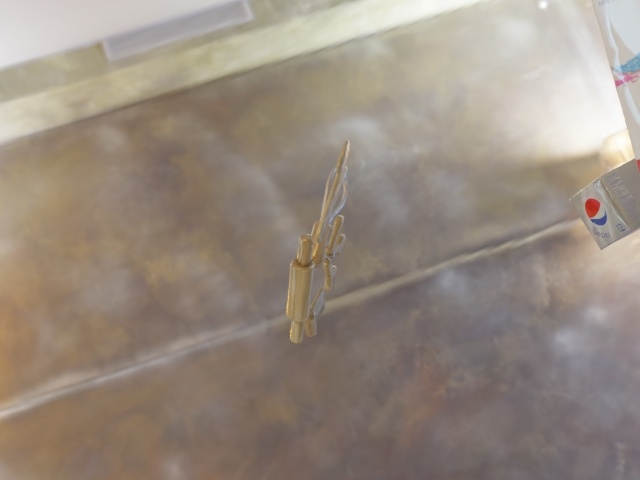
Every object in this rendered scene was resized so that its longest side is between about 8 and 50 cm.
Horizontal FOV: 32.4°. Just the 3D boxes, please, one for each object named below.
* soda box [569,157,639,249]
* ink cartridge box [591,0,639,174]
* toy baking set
[{"bbox_3d":[0.511,-0.094,1.614,0.286,0.091,0.098,-26,-10,-22],"label":"soda box"},{"bbox_3d":[0.377,-0.190,1.012,0.226,0.306,0.131,-23,10,-36],"label":"ink cartridge box"},{"bbox_3d":[-0.002,0.005,1.434,0.030,0.196,0.256,13,-52,10],"label":"toy baking set"}]
